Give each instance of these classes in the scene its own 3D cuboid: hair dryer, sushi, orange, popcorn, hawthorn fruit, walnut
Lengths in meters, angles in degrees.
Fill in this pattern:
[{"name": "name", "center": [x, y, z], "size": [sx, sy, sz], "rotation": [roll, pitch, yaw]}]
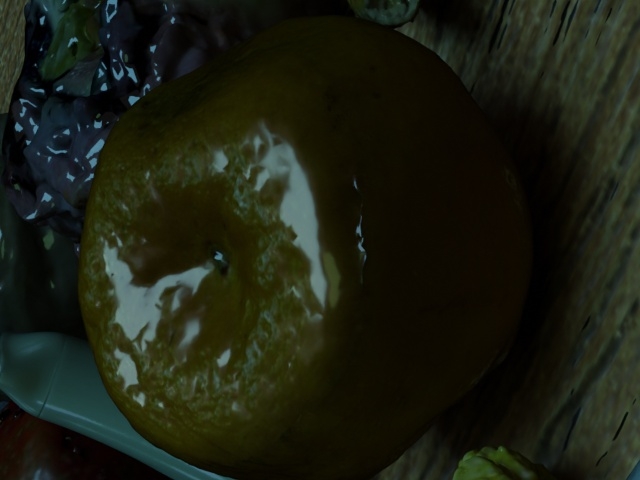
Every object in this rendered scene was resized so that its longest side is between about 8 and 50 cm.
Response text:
[{"name": "hair dryer", "center": [-0.087, 0.079, 1.054], "size": [0.237, 0.206, 0.075], "rotation": [-96, 28, -76]}, {"name": "sushi", "center": [-0.095, -0.117, 1.095], "size": [0.236, 0.171, 0.270], "rotation": [-46, 40, 47]}, {"name": "orange", "center": [0.000, 0.000, 0.884], "size": [0.249, 0.183, 0.249], "rotation": [0, 89, 44]}, {"name": "popcorn", "center": [0.098, 0.132, 0.789], "size": [0.084, 0.084, 0.084], "rotation": [-25, 61, 57]}, {"name": "hawthorn fruit", "center": [-0.132, 0.159, 1.107], "size": [0.181, 0.181, 0.235], "rotation": [-56, 12, 38]}, {"name": "walnut", "center": [-0.215, 0.022, 1.230], "size": [0.224, 0.224, 0.224], "rotation": [-25, 61, 57]}]

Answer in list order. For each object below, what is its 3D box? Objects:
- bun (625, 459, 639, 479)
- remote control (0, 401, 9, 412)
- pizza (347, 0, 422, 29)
[{"name": "bun", "center": [0.212, 0.156, 0.439], "size": [0.354, 0.194, 0.354], "rotation": [-16, 71, 57]}, {"name": "remote control", "center": [-0.202, -0.040, 1.362], "size": [0.107, 0.044, 0.378], "rotation": [23, 107, 18]}, {"name": "pizza", "center": [0.038, -0.207, 0.984], "size": [0.246, 0.058, 0.127], "rotation": [-96, 6, -49]}]
